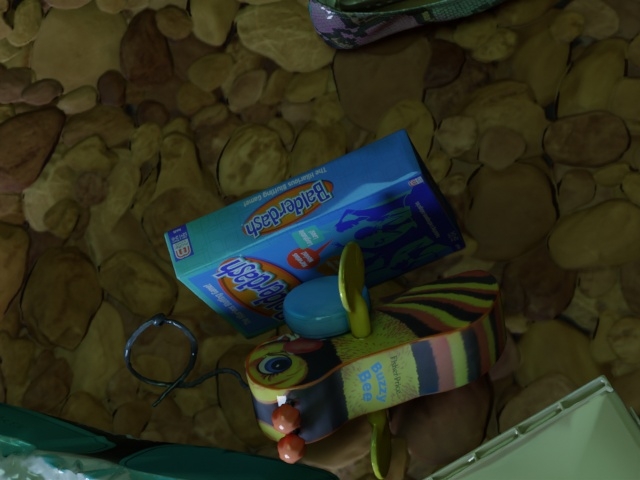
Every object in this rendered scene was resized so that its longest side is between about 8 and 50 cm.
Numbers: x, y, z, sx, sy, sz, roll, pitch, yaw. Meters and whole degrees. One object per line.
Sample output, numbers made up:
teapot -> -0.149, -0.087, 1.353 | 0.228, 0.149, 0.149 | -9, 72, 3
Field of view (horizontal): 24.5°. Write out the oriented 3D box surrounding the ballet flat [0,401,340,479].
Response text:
ballet flat -> -0.166, 0.221, 1.212 | 0.409, 0.147, 0.147 | 9, 72, 25

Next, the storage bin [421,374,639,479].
storage bin -> 0.172, 0.279, 1.055 | 0.260, 0.123, 0.262 | -31, 62, 5

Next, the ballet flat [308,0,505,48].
ballet flat -> 0.093, -0.234, 1.320 | 0.221, 0.079, 0.077 | -17, 63, 12

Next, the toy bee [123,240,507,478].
toy bee -> 0.009, 0.115, 1.149 | 0.298, 0.195, 0.162 | -30, 25, 9

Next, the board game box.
board game box -> 0.000, 0.000, 1.209 | 0.210, 0.160, 0.047 | -23, 63, 10
